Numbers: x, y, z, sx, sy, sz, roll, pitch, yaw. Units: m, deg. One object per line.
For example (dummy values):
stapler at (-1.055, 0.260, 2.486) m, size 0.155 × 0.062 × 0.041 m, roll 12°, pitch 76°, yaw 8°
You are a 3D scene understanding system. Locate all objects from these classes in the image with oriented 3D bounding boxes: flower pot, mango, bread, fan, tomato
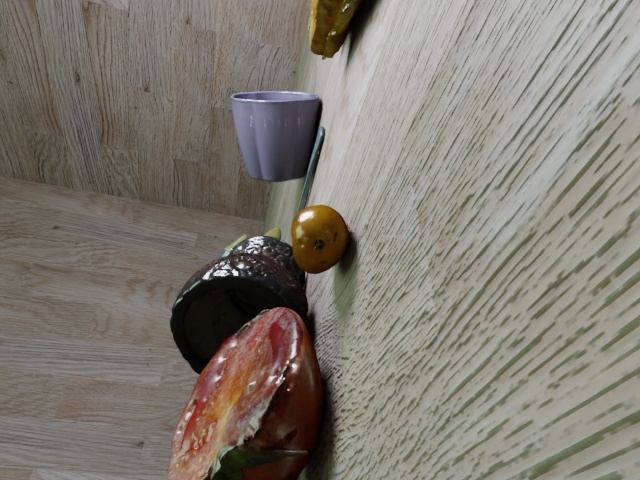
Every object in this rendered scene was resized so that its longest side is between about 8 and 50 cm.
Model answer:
flower pot at (-0.136, -0.314, 1.365) m, size 0.265 × 0.264 × 0.243 m, roll -101°, pitch 12°, yaw -64°
flower pot at (-0.140, 0.125, 0.956) m, size 0.267 × 0.266 × 0.267 m, roll -74°, pitch -1°, yaw -65°
mango at (0.004, 0.001, 0.703) m, size 0.159 × 0.084 × 0.105 m, roll 11°, pitch -91°, yaw -78°
bread at (0.038, -0.489, 0.904) m, size 0.380 × 0.109 × 0.186 m, roll 154°, pitch 120°, yaw -80°
fan at (-0.029, -0.172, 1.231) m, size 0.057 × 0.023 × 0.282 m, roll -97°, pitch 20°, yaw -54°
tomato at (-0.086, 0.271, 0.713) m, size 0.309 × 0.170 × 0.309 m, roll -38°, pitch 22°, yaw 18°

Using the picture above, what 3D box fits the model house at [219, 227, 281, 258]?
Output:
model house at (-0.169, 0.098, 1.229) m, size 0.194 × 0.267 × 0.325 m, roll -7°, pitch 52°, yaw 58°
